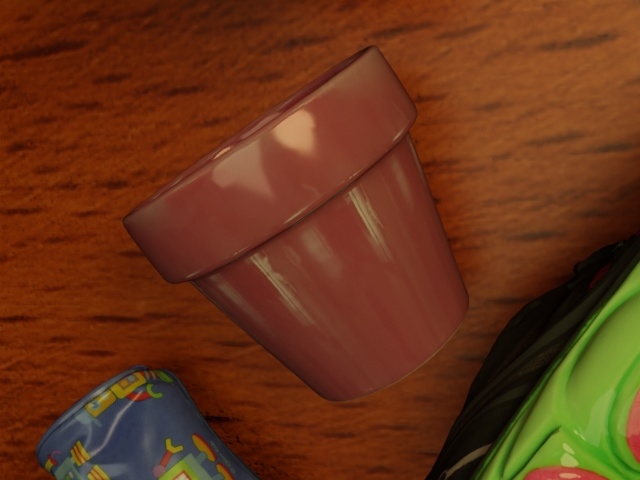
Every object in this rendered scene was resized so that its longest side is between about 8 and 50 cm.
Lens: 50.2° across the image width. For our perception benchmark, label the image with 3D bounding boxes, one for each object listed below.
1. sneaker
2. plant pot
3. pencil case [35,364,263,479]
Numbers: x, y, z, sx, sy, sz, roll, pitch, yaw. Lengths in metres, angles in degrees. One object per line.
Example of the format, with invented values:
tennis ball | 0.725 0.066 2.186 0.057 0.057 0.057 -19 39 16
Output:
sneaker | 0.215 0.032 0.395 0.185 0.202 0.483 45 91 -8
plant pot | 0.000 0.000 0.465 0.201 0.201 0.180 -29 103 20
pencil case | -0.086 0.234 0.555 0.306 0.119 0.133 43 72 8
